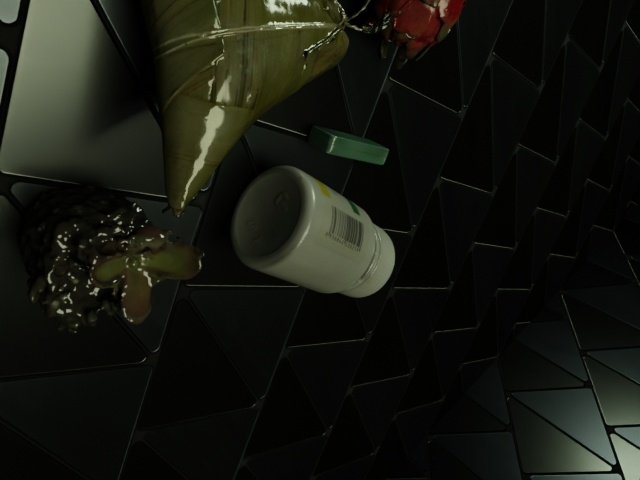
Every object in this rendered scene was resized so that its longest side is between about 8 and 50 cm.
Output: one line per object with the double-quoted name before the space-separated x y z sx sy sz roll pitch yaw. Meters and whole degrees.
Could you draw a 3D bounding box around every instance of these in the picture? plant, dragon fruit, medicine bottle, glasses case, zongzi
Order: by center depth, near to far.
"plant" -0.329 0.028 0.752 0.204 0.234 0.178 -11 127 -46
"zongzi" -0.067 -0.247 0.812 0.447 0.182 0.417 -3 92 -44
"dragon fruit" 0.182 -0.462 0.980 0.192 0.193 0.273 -57 152 -50
"medicine bottle" 0.000 0.000 1.063 0.340 0.208 0.208 26 95 -49
"glasses case" 0.062 -0.204 1.093 0.184 0.078 0.039 2 116 -44
